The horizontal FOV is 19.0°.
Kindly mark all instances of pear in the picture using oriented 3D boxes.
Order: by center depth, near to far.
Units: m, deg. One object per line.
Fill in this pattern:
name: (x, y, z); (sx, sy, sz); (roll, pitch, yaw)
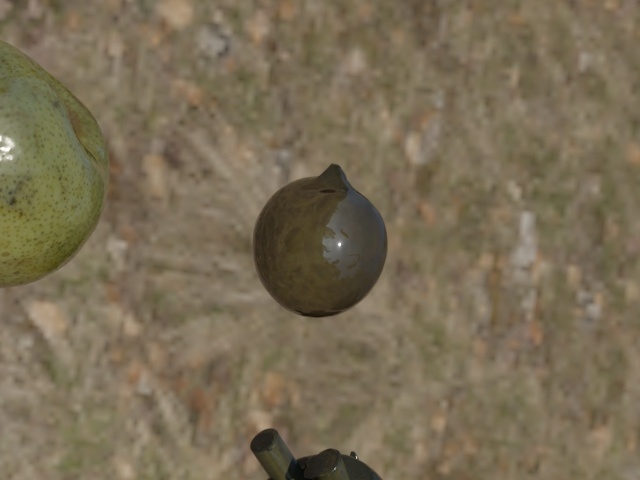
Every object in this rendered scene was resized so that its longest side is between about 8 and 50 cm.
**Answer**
pear: (-0.211, -0.048, 1.210); (0.136, 0.167, 0.167); (-41, 165, 2)

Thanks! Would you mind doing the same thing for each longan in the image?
longan: (0.000, 0.000, 1.386); (0.092, 0.113, 0.113); (14, 83, -35)

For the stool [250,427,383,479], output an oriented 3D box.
stool: (-0.006, 0.265, 1.614); (0.139, 0.153, 0.228); (53, 18, -36)
